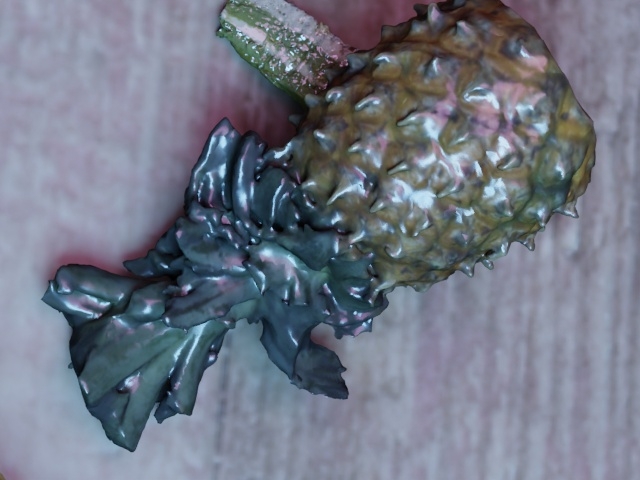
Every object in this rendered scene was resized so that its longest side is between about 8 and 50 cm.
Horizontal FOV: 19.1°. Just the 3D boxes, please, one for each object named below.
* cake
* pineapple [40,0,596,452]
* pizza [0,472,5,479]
[{"bbox_3d":[-0.001,-0.098,1.137,0.140,0.055,0.051,37,72,5],"label":"cake"},{"bbox_3d":[0.000,0.000,1.035,0.310,0.141,0.170,-33,112,0],"label":"pineapple"},{"bbox_3d":[-0.252,0.209,0.885,0.288,0.075,0.280,-32,70,-26],"label":"pizza"}]
